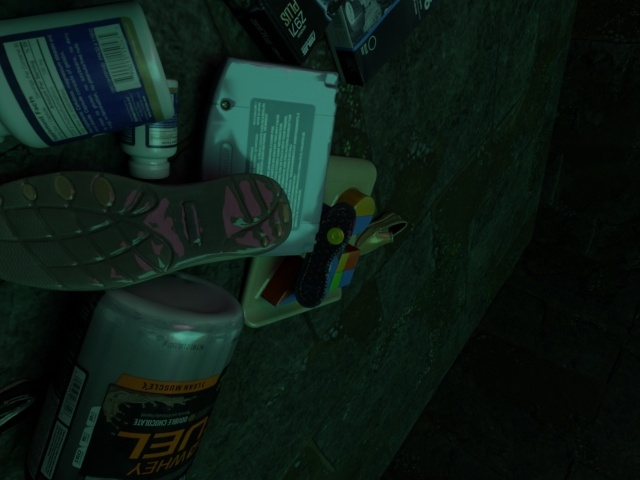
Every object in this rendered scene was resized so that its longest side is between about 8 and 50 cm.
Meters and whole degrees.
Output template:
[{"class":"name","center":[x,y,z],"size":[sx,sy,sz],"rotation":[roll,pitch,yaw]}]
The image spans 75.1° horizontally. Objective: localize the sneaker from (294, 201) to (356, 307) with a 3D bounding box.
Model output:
[{"class":"sneaker","center":[0.006,0.027,0.785],"size":[0.082,0.069,0.209],"rotation":[112,0,-87]}]

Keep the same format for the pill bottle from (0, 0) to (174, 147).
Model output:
[{"class":"pill bottle","center":[-0.246,-0.149,0.389],"size":[0.187,0.112,0.111],"rotation":[-18,129,-16]}]

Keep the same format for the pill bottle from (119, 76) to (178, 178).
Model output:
[{"class":"pill bottle","center":[-0.211,-0.140,0.513],"size":[0.067,0.067,0.120],"rotation":[-16,122,-48]}]

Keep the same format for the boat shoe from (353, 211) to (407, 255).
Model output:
[{"class":"boat shoe","center":[0.154,-0.015,1.062],"size":[0.190,0.072,0.068],"rotation":[-38,137,-32]}]

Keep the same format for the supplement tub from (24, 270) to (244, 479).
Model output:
[{"class":"supplement tub","center":[-0.251,0.215,0.560],"size":[0.207,0.207,0.337],"rotation":[11,102,-55]}]

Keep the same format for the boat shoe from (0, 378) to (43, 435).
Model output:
[{"class":"boat shoe","center":[-0.411,0.224,0.502],"size":[0.133,0.042,0.048],"rotation":[-33,136,-35]}]

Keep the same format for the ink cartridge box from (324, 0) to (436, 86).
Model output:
[{"class":"ink cartridge box","center":[0.131,-0.459,0.770],"size":[0.332,0.065,0.165],"rotation":[-54,143,-17]}]

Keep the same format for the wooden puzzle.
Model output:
[{"class":"wooden puzzle","center":[0.000,0.000,0.865],"size":[0.322,0.081,0.347],"rotation":[-8,116,-50]}]

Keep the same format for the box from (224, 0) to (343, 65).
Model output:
[{"class":"box","center":[-0.042,-0.370,0.584],"size":[0.180,0.078,0.147],"rotation":[-59,146,-8]}]

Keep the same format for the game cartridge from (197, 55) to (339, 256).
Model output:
[{"class":"game cartridge","center":[-0.085,-0.116,0.640],"size":[0.198,0.062,0.296],"rotation":[0,114,-20]}]

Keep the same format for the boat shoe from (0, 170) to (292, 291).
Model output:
[{"class":"boat shoe","center":[-0.214,-0.008,0.516],"size":[0.356,0.130,0.132],"rotation":[-3,84,-26]}]
